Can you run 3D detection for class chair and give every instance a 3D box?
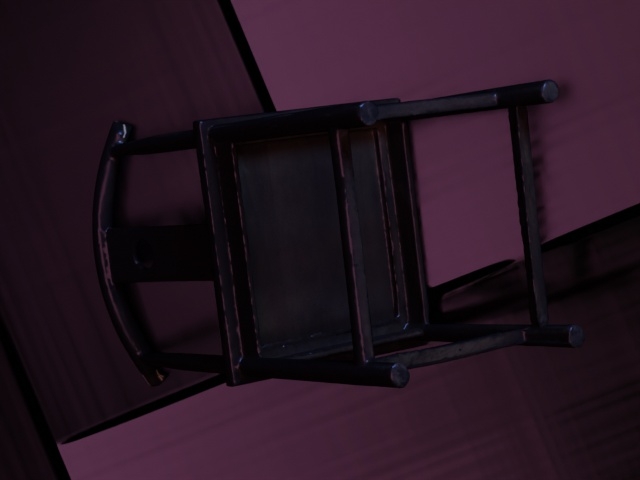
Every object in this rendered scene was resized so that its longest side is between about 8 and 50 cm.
[{"bbox_3d":[0.000,0.000,1.036,0.260,0.141,0.154,-2,96,56],"label":"chair"}]
